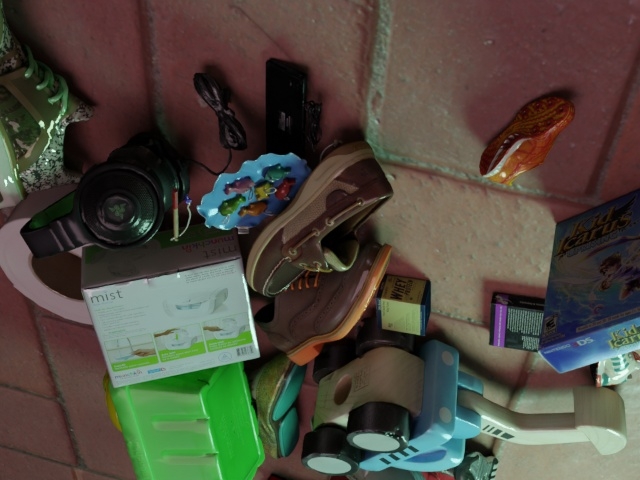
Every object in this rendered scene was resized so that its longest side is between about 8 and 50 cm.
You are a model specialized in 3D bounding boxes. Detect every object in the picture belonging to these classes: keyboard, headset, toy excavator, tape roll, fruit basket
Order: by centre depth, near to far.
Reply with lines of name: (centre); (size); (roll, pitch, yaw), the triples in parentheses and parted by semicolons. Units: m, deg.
keyboard: (-0.034, -0.177, 1.370); (0.100, 0.038, 0.192); (32, 145, 23)
headset: (-0.292, -0.104, 1.417); (0.394, 0.243, 0.185); (-20, 108, 19)
toy excavator: (0.250, 0.308, 1.669); (0.445, 0.222, 0.433); (24, 143, -24)
tape roll: (-0.441, 0.029, 1.700); (0.286, 0.100, 0.286); (11, 139, 10)
fruit basket: (-0.318, 0.335, 1.837); (0.392, 0.283, 0.392); (11, 122, 18)

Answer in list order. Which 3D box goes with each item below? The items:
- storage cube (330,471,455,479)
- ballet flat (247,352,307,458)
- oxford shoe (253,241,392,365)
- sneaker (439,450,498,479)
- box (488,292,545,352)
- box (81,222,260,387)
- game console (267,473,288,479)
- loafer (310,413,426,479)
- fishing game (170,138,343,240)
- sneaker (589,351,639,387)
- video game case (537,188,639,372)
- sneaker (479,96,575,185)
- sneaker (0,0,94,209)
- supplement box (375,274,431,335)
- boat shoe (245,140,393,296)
storage cube: (0.142, 0.529, 1.931); (0.215, 0.193, 0.183); (-18, 126, 37)
ballet flat: (-0.099, 0.319, 1.871); (0.123, 0.123, 0.348); (14, 139, 8)
oxford shoe: (-0.005, 0.095, 1.576); (0.133, 0.130, 0.363); (35, 137, -7)
sneaker: (0.259, 0.443, 1.827); (0.132, 0.086, 0.229); (13, 171, 25)
box: (0.363, 0.143, 1.547); (0.162, 0.029, 0.116); (9, 139, 15)
box: (-0.251, 0.108, 1.585); (0.262, 0.126, 0.231); (-12, 127, -5)
game console: (-0.069, 0.620, 2.203); (0.144, 0.124, 0.085); (23, 113, -4)
loafer: (0.085, 0.429, 1.818); (0.319, 0.112, 0.111); (21, 160, 52)
fishing game: (-0.093, -0.061, 1.377); (0.264, 0.041, 0.189); (-18, 155, -18)
sneaker: (0.488, 0.181, 1.528); (0.075, 0.057, 0.161); (-4, 134, 3)
video game case: (0.424, 0.031, 1.236); (0.061, 0.244, 0.270); (43, 134, -22)
sneaker: (0.287, -0.136, 1.265); (0.067, 0.064, 0.175); (14, 148, -24)
sneaker: (-0.444, -0.227, 1.433); (0.182, 0.158, 0.410); (-8, 139, -15)
supplement box: (0.141, 0.109, 1.579); (0.083, 0.056, 0.083); (8, 138, 14)
boat shoe: (0.000, 0.000, 1.429); (0.123, 0.123, 0.342); (54, 130, 18)
